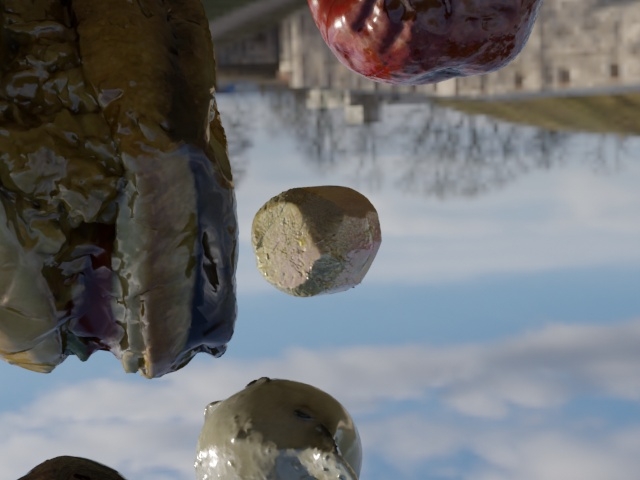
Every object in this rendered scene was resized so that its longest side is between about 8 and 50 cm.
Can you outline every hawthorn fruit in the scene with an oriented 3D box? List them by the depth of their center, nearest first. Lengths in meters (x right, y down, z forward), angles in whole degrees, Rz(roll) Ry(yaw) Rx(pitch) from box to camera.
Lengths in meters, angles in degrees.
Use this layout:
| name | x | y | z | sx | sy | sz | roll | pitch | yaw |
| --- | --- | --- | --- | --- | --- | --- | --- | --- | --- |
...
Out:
| name | x | y | z | sx | sy | sz | roll | pitch | yaw |
| --- | --- | --- | --- | --- | --- | --- | --- | --- | --- |
| hawthorn fruit | 0.062 | -0.219 | 1.127 | 0.243 | 0.207 | 0.207 | -11 | -169 | -35 |

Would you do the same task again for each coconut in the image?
| name | x | y | z | sx | sy | sz | roll | pitch | yaw |
| --- | --- | --- | --- | --- | --- | --- | --- | --- | --- |
| coconut | 0.000 | 0.000 | 1.405 | 0.116 | 0.116 | 0.122 | 3 | -172 | 33 |

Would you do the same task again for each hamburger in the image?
| name | x | y | z | sx | sy | sz | roll | pitch | yaw |
| --- | --- | --- | --- | --- | --- | --- | --- | --- | --- |
| hamburger | -0.136 | -0.043 | 0.737 | 0.163 | 0.244 | 0.244 | -9 | -172 | -11 |

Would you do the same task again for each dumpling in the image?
| name | x | y | z | sx | sy | sz | roll | pitch | yaw |
| --- | --- | --- | --- | --- | --- | --- | --- | --- | --- |
| dumpling | -0.038 | 0.261 | 1.404 | 0.175 | 0.226 | 0.243 | -8 | -168 | 2 |

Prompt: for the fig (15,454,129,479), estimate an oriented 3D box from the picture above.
| name | x | y | z | sx | sy | sz | roll | pitch | yaw |
| --- | --- | --- | --- | --- | --- | --- | --- | --- | --- |
| fig | -0.211 | 0.322 | 1.220 | 0.204 | 0.249 | 0.186 | -41 | 178 | -44 |
